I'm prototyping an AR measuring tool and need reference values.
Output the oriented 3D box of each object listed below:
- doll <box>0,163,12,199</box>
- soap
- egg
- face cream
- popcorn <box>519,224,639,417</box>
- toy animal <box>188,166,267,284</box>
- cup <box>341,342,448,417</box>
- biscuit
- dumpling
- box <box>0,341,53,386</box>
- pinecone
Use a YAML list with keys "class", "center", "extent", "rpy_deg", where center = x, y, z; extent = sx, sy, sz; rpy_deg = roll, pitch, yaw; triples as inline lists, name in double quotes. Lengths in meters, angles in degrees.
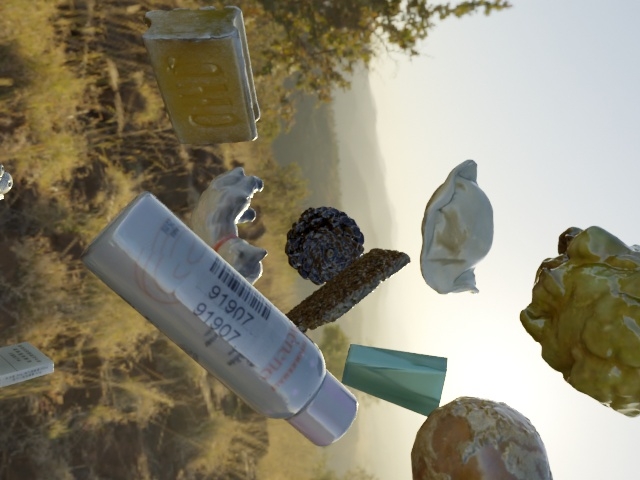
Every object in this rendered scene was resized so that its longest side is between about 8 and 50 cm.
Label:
- class: "doll"
  center: [-0.631, -0.138, 1.270]
  extent: [0.091, 0.067, 0.219]
  rpy_deg: [-77, 178, -52]
- class: "soap"
  center: [-0.214, -0.297, 1.252]
  extent: [0.274, 0.174, 0.089]
  rpy_deg: [84, 3, -59]
- class: "egg"
  center: [0.235, 0.338, 0.990]
  extent: [0.203, 0.203, 0.245]
  rpy_deg: [-92, 156, -54]
- class: "face cream"
  center: [-0.074, 0.076, 0.572]
  extent: [0.269, 0.082, 0.082]
  rpy_deg: [43, 18, -16]
- class: "popcorn"
  center: [0.386, 0.095, 0.862]
  extent: [0.286, 0.252, 0.215]
  rpy_deg: [-38, 137, -71]
- class: "toy animal"
  center: [-0.208, -0.030, 1.717]
  extent: [0.266, 0.308, 0.188]
  rpy_deg: [53, -21, -20]
- class: "cup"
  center: [0.172, 0.320, 1.593]
  extent: [0.148, 0.236, 0.134]
  rpy_deg: [98, 8, -47]
- class: "biscuit"
  center: [0.016, 0.086, 0.986]
  extent: [0.026, 0.237, 0.131]
  rpy_deg: [56, -13, -10]
- class: "dumpling"
  center: [0.290, -0.027, 1.569]
  extent: [0.243, 0.187, 0.318]
  rpy_deg: [-4, 92, -43]
- class: "box"
  center: [-0.762, 0.298, 1.554]
  extent: [0.245, 0.139, 0.035]
  rpy_deg: [-9, 114, -47]
- class: "pinecone"
  center: [0.005, 0.001, 1.381]
  extent: [0.165, 0.163, 0.162]
  rpy_deg: [-108, -176, -66]
